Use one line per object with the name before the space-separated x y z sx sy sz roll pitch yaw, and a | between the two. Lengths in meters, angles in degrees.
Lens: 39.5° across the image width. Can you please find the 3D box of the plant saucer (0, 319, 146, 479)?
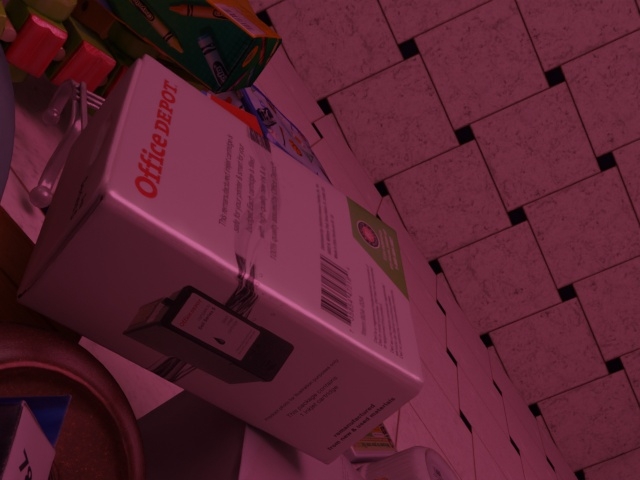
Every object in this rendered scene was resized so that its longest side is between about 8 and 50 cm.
plant saucer | -0.179 0.142 0.520 0.198 0.036 0.199 15 68 -41

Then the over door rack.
over door rack | -0.153 -0.008 0.883 0.239 0.108 0.324 25 24 -37

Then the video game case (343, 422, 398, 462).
video game case | 0.039 0.246 1.355 0.193 0.023 0.212 62 13 22

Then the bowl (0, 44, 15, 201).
bowl | -0.255 -0.048 0.367 0.312 0.311 0.163 64 6 26

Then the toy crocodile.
toy crocodile | -0.264 -0.199 0.987 0.340 0.115 0.105 19 28 -51

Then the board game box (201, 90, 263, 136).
board game box | -0.158 -0.091 1.183 0.242 0.064 0.317 22 34 -39

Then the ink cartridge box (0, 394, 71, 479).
ink cartridge box | -0.205 0.150 0.326 0.333 0.165 0.065 -98 -174 -58

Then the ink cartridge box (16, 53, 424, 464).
ink cartridge box | -0.065 0.014 0.680 0.273 0.115 0.198 34 29 -24

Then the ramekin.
ramekin | 0.140 0.381 1.217 0.207 0.109 0.207 52 14 -19

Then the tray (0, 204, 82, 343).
tray | -0.326 -0.044 0.579 0.411 0.076 0.203 52 13 -18

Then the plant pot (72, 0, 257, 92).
plant pot | -0.248 -0.339 1.315 0.187 0.212 0.212 21 37 -50

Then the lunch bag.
lunch bag | -0.100 -0.181 1.665 0.303 0.115 0.243 42 18 -53

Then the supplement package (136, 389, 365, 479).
supplement package | -0.058 0.240 0.721 0.203 0.149 0.194 53 14 -19

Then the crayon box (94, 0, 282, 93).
crayon box | -0.187 -0.287 1.033 0.278 0.081 0.165 38 15 -1

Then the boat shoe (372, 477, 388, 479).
boat shoe | 0.042 0.332 1.053 0.073 0.073 0.207 52 19 22
